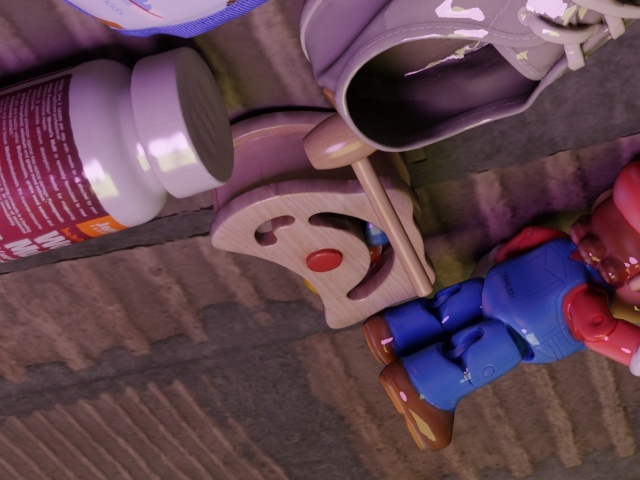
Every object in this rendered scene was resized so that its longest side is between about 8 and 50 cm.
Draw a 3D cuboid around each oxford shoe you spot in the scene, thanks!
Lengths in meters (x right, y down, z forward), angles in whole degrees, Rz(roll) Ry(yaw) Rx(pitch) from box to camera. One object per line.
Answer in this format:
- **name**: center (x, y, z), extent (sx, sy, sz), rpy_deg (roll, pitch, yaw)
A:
- **oxford shoe**: center (0.172, -0.183, 1.142), extent (0.449, 0.130, 0.169), rpy_deg (-29, 140, 32)

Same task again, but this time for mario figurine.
- **mario figurine**: center (0.209, 0.066, 1.482), extent (0.320, 0.198, 0.170), rpy_deg (-27, 163, 8)

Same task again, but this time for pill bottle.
- **pill bottle**: center (-0.181, -0.058, 1.295), extent (0.221, 0.121, 0.121), rpy_deg (-15, 147, 16)

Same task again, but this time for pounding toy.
- **pounding toy**: center (0.000, 0.000, 1.385), extent (0.154, 0.155, 0.269), rpy_deg (-14, 148, 6)

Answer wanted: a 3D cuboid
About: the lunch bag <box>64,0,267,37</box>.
- **lunch bag**: center (-0.083, -0.283, 0.837), extent (0.385, 0.239, 0.328), rpy_deg (-37, 137, 27)
